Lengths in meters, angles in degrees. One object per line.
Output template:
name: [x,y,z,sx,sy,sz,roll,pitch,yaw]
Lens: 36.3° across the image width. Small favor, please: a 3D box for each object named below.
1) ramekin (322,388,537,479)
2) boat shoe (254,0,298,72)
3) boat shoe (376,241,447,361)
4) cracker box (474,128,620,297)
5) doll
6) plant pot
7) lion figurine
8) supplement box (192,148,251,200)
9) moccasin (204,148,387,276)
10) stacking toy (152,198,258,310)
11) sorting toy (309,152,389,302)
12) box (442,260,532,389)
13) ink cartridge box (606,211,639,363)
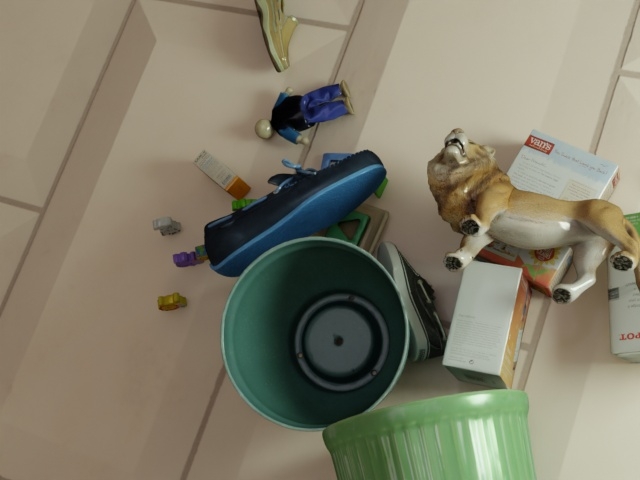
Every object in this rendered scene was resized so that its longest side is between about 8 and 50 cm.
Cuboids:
ramekin: [0.163,0.321,1.399,0.303,0.303,0.148,-15,71,14]
boat shoe: [-0.077,-0.410,1.875,0.072,0.068,0.190,-15,66,1]
boat shoe: [0.151,0.098,1.614,0.070,0.078,0.219,-7,61,-20]
cracker box: [0.361,-0.046,1.587,0.156,0.067,0.232,29,84,26]
doll: [-0.035,-0.231,1.803,0.189,0.046,0.129,-17,66,12]
plant pot: [0.011,0.156,1.556,0.293,0.196,0.293,-3,79,15]
lion figurine: [0.331,-0.031,1.476,0.392,0.142,0.240,22,37,14]
supplement box: [-0.182,-0.120,1.807,0.098,0.062,0.036,40,89,27]
moccasin: [-0.057,-0.069,1.651,0.342,0.138,0.117,-29,63,4]
stacking toy: [-0.200,0.025,1.767,0.221,0.052,0.167,-13,69,15]
sorting toy: [0.000,0.000,1.708,0.196,0.047,0.347,19,79,24]
box: [0.263,0.134,1.523,0.091,0.130,0.170,9,75,23]
ink cartridge box: [0.519,0.067,1.455,0.160,0.092,0.219,-11,68,38]
